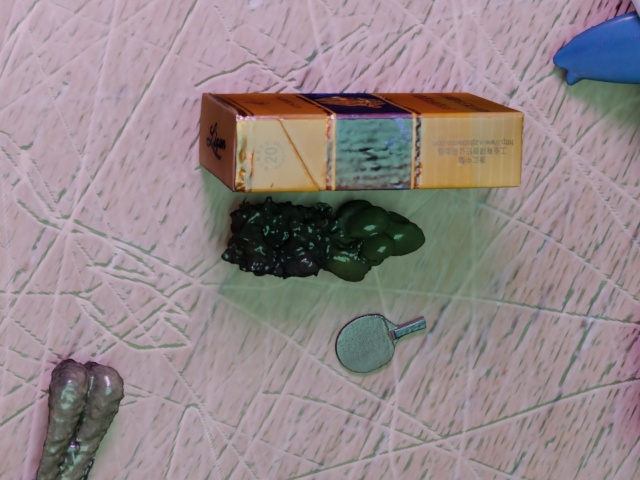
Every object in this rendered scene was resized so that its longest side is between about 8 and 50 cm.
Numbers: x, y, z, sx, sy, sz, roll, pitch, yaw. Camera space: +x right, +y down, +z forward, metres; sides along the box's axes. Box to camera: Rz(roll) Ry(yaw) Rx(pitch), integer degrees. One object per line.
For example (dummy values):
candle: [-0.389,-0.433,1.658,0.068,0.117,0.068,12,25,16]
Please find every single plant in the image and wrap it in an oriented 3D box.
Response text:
plant: [0.000,0.000,1.666,0.174,0.085,0.087,-2,126,-18]

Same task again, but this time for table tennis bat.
table tennis bat: [0.053,0.085,1.726,0.083,0.007,0.050,-20,104,-7]

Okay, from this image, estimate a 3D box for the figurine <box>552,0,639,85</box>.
figurine: [0.362,-0.235,1.652,0.298,0.243,0.416,-13,124,-20]

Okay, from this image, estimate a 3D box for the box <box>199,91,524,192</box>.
box: [0.030,-0.083,1.613,0.237,0.152,0.070,-3,102,-14]

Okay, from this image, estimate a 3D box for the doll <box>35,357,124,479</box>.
doll: [-0.234,0.254,1.651,0.202,0.091,0.286,-28,122,-41]
